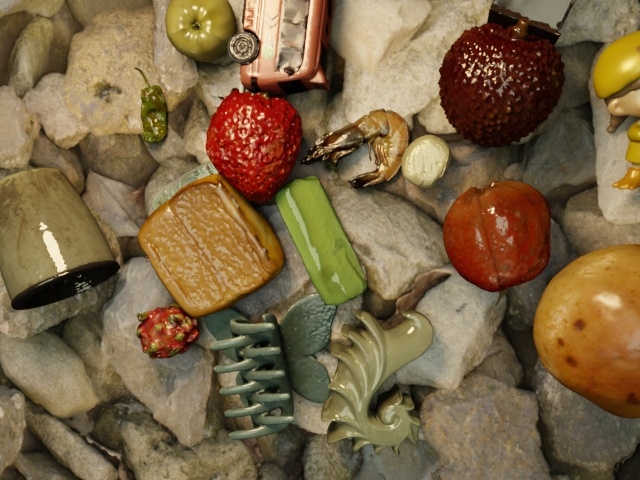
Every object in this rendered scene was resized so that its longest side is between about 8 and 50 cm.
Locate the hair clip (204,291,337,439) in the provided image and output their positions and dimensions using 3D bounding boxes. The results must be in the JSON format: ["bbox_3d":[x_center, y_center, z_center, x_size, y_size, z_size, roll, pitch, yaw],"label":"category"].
[{"bbox_3d":[-0.146,0.330,1.567,0.392,0.238,0.318,-8,97,13],"label":"hair clip"}]

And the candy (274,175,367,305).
[{"bbox_3d":[0.000,0.000,1.545,0.132,0.142,0.343,-25,91,5],"label":"candy"}]

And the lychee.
[{"bbox_3d":[0.402,-0.354,1.350,0.275,0.276,0.304,24,132,10],"label":"lychee"}]

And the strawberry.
[{"bbox_3d":[-0.162,-0.228,1.494,0.257,0.257,0.277,-2,91,14],"label":"strawberry"}]

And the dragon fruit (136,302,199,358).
[{"bbox_3d":[-0.421,0.245,1.657,0.172,0.160,0.166,-32,123,25],"label":"dragon fruit"}]

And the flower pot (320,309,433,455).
[{"bbox_3d":[0.141,0.352,1.536,0.254,0.164,0.368,7,93,2],"label":"flower pot"}]

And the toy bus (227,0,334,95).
[{"bbox_3d":[-0.077,-0.573,1.472,0.233,0.203,0.427,7,95,8],"label":"toy bus"}]

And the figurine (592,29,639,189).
[{"bbox_3d":[0.724,-0.290,1.324,0.215,0.187,0.344,-7,100,5],"label":"figurine"}]

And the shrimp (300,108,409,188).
[{"bbox_3d":[0.098,-0.217,1.540,0.289,0.075,0.178,-26,92,2],"label":"shrimp"}]

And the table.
[{"bbox_3d":[0.498,-0.562,1.350,0.172,0.169,0.193,25,100,10],"label":"table"}]

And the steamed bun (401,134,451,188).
[{"bbox_3d":[0.260,-0.197,1.484,0.112,0.091,0.130,24,98,5],"label":"steamed bun"}]

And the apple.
[{"bbox_3d":[-0.308,-0.554,1.540,0.200,0.200,0.200,1,96,13],"label":"apple"}]

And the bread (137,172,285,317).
[{"bbox_3d":[-0.293,0.016,1.610,0.328,0.148,0.337,-34,95,15],"label":"bread"}]

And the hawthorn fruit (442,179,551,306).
[{"bbox_3d":[0.416,-0.015,1.391,0.258,0.258,0.262,-32,68,15],"label":"hawthorn fruit"}]

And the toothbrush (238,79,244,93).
[{"bbox_3d":[-0.199,-0.520,1.593,0.022,0.026,0.263,8,98,6],"label":"toothbrush"}]

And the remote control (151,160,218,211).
[{"bbox_3d":[-0.356,-0.143,1.663,0.256,0.045,0.097,-26,98,11],"label":"remote control"}]

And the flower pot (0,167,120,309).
[{"bbox_3d":[-0.756,-0.012,1.662,0.293,0.293,0.330,-26,82,15],"label":"flower pot"}]

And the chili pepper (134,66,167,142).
[{"bbox_3d":[-0.462,-0.373,1.650,0.072,0.073,0.204,0,108,-4],"label":"chili pepper"}]

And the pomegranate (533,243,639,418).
[{"bbox_3d":[0.645,0.179,1.308,0.410,0.410,0.410,1,96,13],"label":"pomegranate"}]
